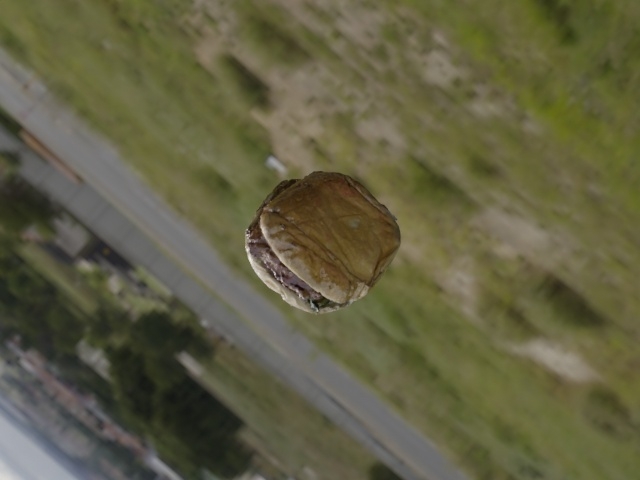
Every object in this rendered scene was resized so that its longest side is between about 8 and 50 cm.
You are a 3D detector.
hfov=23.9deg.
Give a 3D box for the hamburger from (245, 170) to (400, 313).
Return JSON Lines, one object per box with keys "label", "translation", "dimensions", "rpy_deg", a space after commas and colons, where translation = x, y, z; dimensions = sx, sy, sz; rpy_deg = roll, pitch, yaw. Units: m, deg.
{"label": "hamburger", "translation": [0.000, 0.000, 0.793], "dimensions": [0.076, 0.083, 0.044], "rpy_deg": [46, 139, 6]}
